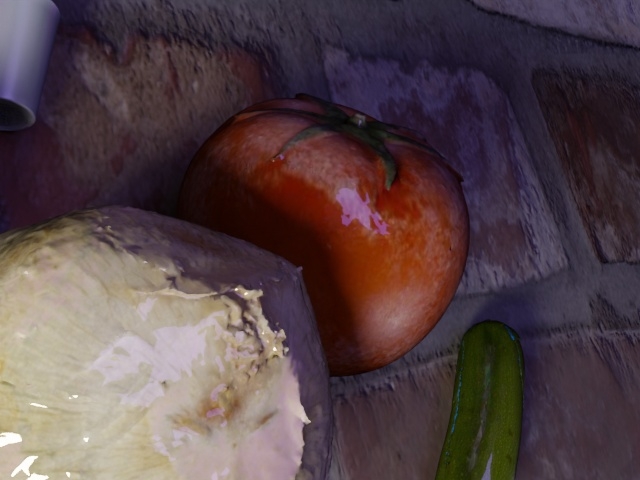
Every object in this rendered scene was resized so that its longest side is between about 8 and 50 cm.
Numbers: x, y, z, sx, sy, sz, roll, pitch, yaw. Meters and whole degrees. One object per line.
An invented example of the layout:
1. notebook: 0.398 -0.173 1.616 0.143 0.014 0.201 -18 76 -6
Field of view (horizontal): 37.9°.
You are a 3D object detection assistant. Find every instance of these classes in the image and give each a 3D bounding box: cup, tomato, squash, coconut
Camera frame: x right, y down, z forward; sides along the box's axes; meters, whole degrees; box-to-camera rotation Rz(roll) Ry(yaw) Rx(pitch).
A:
1. cup: -0.286 -0.162 0.808 0.104 0.074 0.116 7 68 -12
2. tomato: 0.000 0.000 0.844 0.264 0.265 0.265 19 59 -34
3. squash: 0.169 0.225 0.999 0.087 0.087 0.332 36 51 -22
4. coconut: -0.127 0.122 0.629 0.297 0.254 0.297 -5 96 -47
